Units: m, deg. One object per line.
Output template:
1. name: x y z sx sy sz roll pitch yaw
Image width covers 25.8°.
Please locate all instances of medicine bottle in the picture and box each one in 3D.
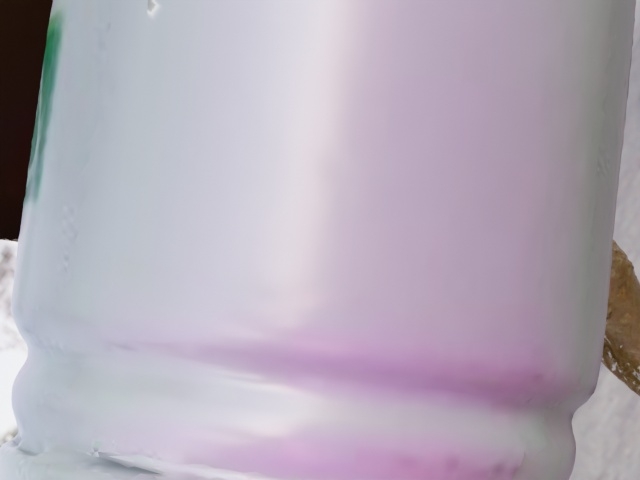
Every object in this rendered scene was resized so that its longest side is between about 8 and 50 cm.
1. medicine bottle: 0.000 0.000 0.502 0.212 0.212 0.325 52 -136 -82

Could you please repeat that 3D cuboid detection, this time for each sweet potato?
1. sweet potato: 0.266 0.117 0.982 0.059 0.281 0.067 -35 -10 -26

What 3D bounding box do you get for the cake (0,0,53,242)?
1. cake: -0.152 -0.111 0.697 0.185 0.208 0.178 -37 32 -4
